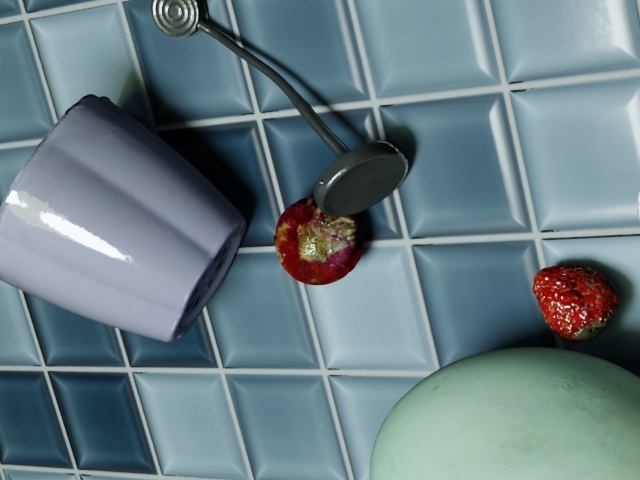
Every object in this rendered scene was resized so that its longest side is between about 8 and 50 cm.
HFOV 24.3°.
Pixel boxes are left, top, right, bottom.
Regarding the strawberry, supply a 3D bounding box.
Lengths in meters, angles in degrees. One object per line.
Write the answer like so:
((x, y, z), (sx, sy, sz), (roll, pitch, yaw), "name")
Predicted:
((0.268, 0.064, 1.575), (0.096, 0.083, 0.083), (33, 126, 24), "strawberry")

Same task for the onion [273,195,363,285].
((0.000, 0.000, 1.727), (0.107, 0.097, 0.107), (-2, 78, 12), "onion")

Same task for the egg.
((0.220, 0.249, 1.559), (0.389, 0.276, 0.276), (-11, 104, 49), "egg")

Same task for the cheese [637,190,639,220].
((0.421, -0.026, 1.441), (0.235, 0.050, 0.127), (10, 117, 30), "cheese")

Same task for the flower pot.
((-0.233, -0.012, 1.794), (0.243, 0.265, 0.265), (29, 125, 8), "flower pot")

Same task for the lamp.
((-0.067, -0.173, 1.681), (0.371, 0.108, 0.130), (46, 126, 10), "lamp")
